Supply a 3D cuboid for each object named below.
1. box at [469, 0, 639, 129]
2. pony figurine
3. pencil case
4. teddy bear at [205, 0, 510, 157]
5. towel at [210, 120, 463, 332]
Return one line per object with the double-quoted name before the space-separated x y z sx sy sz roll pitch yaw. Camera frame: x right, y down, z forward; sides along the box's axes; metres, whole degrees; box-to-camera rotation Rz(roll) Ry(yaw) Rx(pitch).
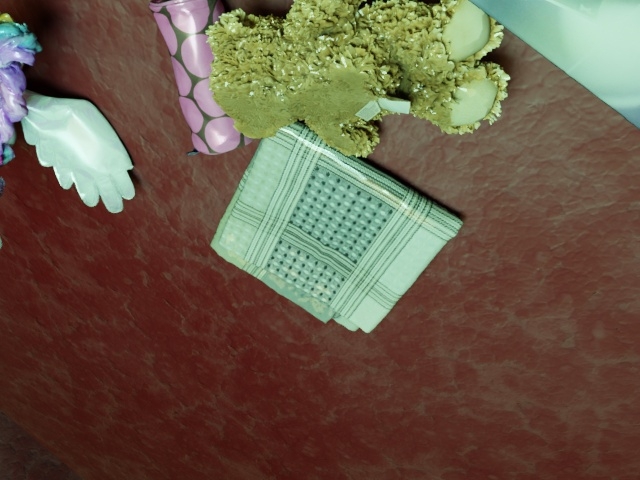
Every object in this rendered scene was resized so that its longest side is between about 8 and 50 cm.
"box" 0.251 -0.297 0.402 0.294 0.183 0.296 32 134 -8
"pony figurine" -0.490 -0.168 0.791 0.363 0.303 0.351 9 124 36
"pencil case" -0.154 -0.216 0.706 0.098 0.095 0.209 31 141 40
"teddy bear" 0.039 -0.197 0.614 0.337 0.113 0.245 -6 149 38
"towel" 0.000 0.000 0.845 0.312 0.056 0.324 30 134 -4
